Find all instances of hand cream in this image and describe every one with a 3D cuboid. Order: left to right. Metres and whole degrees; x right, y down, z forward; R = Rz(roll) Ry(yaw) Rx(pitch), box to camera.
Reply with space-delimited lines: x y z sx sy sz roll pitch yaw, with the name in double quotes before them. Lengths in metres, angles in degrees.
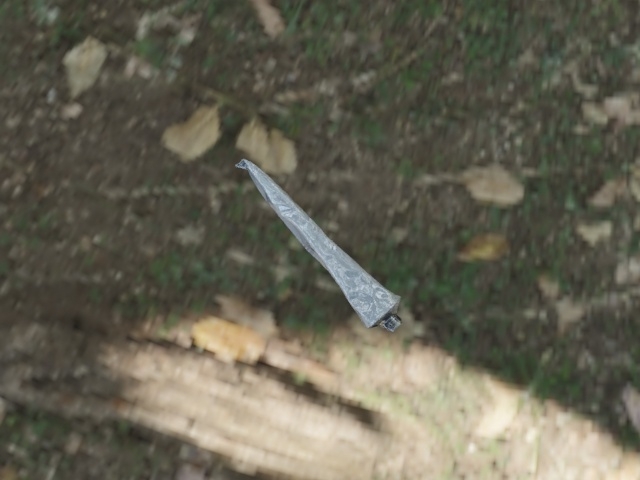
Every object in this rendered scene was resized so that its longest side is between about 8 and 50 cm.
"hand cream" 0.000 0.000 0.761 0.019 0.030 0.093 -41 87 0
